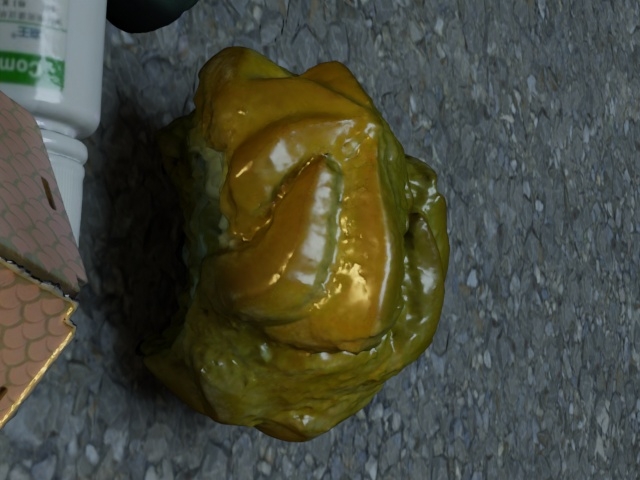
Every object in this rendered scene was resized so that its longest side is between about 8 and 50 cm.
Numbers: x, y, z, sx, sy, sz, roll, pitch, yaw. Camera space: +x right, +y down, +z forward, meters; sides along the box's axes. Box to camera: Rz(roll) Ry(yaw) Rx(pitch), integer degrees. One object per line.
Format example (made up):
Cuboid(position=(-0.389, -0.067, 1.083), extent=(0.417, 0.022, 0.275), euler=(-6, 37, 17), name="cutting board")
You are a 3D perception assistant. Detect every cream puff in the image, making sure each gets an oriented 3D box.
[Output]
Cuboid(position=(0.004, 0.008, 1.301), extent=(0.274, 0.270, 0.323), euler=(6, 80, -34), name="cream puff")

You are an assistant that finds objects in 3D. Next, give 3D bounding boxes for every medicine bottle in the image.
Cuboid(position=(-0.226, -0.111, 1.105), extent=(0.139, 0.139, 0.236), euler=(16, 75, -58), name="medicine bottle")

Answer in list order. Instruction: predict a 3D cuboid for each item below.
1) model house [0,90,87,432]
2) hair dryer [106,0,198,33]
Cuboid(position=(-0.275, 0.029, 0.902), extent=(0.169, 0.244, 0.326), euler=(45, 51, -52), name="model house")
Cuboid(position=(-0.190, -0.353, 1.244), extent=(0.244, 0.116, 0.302), euler=(44, 38, -47), name="hair dryer")
